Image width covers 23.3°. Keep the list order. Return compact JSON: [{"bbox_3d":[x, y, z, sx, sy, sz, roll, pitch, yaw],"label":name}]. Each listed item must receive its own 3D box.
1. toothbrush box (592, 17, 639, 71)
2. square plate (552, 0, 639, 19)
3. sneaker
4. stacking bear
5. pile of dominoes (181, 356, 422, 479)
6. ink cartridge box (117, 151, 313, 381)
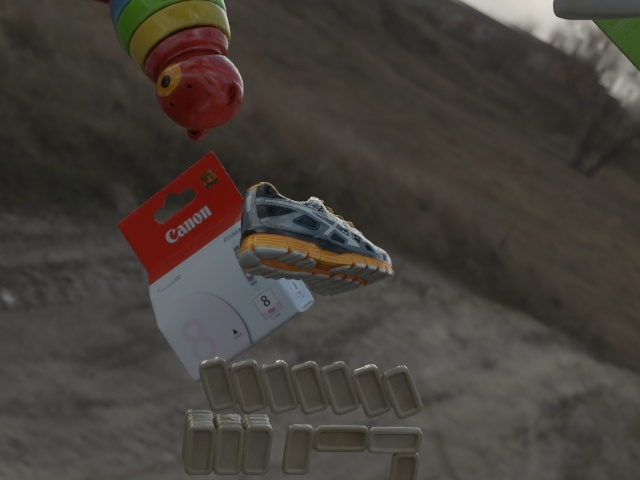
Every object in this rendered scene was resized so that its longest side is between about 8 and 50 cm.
[{"bbox_3d":[0.323,-0.346,1.827,0.283,0.122,0.206,42,17,-15],"label":"toothbrush box"},{"bbox_3d":[0.363,-0.302,1.134,0.344,0.347,0.049,-2,41,-6],"label":"square plate"},{"bbox_3d":[0.000,0.000,1.551,0.215,0.084,0.083,20,54,-50],"label":"sneaker"},{"bbox_3d":[-0.194,-0.274,2.082,0.164,0.175,0.289,13,46,-53],"label":"stacking bear"},{"bbox_3d":[-0.017,0.205,1.634,0.251,0.196,0.040,2,24,-11],"label":"pile of dominoes"},{"bbox_3d":[-0.147,0.036,1.972,0.232,0.189,0.066,54,27,-1],"label":"ink cartridge box"}]
